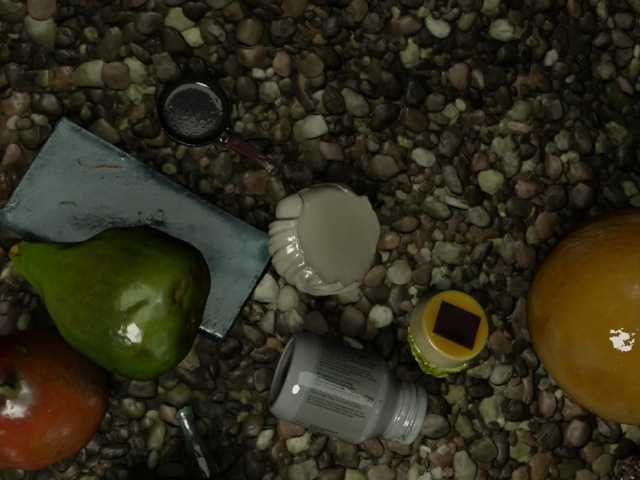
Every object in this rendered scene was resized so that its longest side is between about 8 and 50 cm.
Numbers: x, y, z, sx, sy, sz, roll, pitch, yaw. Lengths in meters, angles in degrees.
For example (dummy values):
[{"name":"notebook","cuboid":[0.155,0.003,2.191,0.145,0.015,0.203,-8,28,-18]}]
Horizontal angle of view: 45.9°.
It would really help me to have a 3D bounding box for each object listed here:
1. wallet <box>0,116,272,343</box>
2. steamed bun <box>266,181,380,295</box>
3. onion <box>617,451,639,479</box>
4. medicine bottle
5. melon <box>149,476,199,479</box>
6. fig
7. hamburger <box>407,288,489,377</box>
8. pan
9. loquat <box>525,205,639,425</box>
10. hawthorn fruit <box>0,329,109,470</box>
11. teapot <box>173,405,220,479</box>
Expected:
[{"name":"wallet","cuboid":[-0.262,-0.012,1.124,0.379,0.046,0.190,30,80,-8]},{"name":"steamed bun","cuboid":[0.000,0.000,1.140,0.183,0.106,0.182,3,84,-30]},{"name":"onion","cuboid":[0.611,0.384,1.177,0.348,0.286,0.347,-4,96,-52]},{"name":"medicine bottle","cuboid":[0.043,0.227,1.119,0.215,0.135,0.135,20,81,-9]},{"name":"melon","cuboid":[-0.236,0.456,0.992,0.302,0.237,0.237,-37,93,-12]},{"name":"fig","cuboid":[-0.292,0.067,1.011,0.275,0.206,0.206,15,82,10]},{"name":"hamburger","cuboid":[0.197,0.145,1.187,0.127,0.081,0.141,8,71,-13]},{"name":"pan","cuboid":[-0.155,-0.170,1.162,0.212,0.040,0.115,36,78,1]},{"name":"loquat","cuboid":[0.470,0.111,1.129,0.329,0.328,0.328,1,85,-11]},{"name":"hawthorn fruit","cuboid":[-0.384,0.200,0.978,0.200,0.251,0.199,2,72,-5]},{"name":"teapot","cuboid":[-0.185,0.298,1.116,0.043,0.043,0.110,-19,85,-13]}]
